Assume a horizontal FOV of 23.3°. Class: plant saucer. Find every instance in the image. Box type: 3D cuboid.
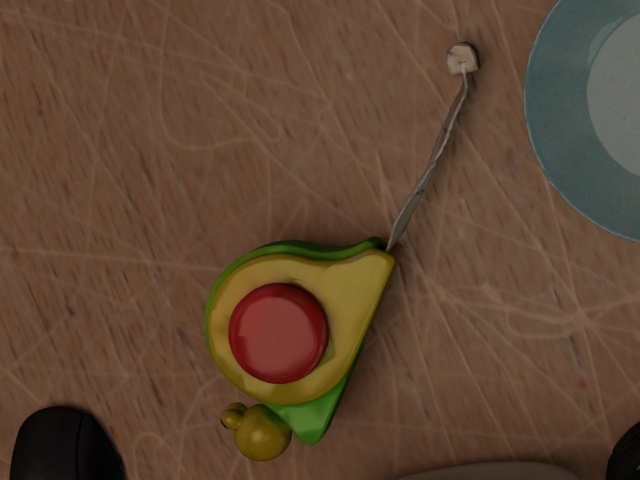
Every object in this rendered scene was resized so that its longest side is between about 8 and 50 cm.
[{"bbox_3d":[0.230,-0.093,1.007,0.195,0.037,0.194,4,101,22],"label":"plant saucer"}]

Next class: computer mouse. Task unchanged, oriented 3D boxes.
[{"bbox_3d":[-0.158,0.259,1.221,0.184,0.060,0.262,-6,98,24],"label":"computer mouse"}]

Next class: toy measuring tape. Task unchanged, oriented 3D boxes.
[{"bbox_3d":[0.000,0.000,1.084,0.121,0.121,0.330,25,100,16],"label":"toy measuring tape"}]

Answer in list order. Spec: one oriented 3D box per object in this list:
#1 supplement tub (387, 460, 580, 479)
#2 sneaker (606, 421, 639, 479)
[{"bbox_3d":[0.107,0.331,1.029,0.235,0.235,0.324,-10,96,24],"label":"supplement tub"},{"bbox_3d":[0.296,0.117,0.969,0.286,0.130,0.109,-41,81,22],"label":"sneaker"}]
